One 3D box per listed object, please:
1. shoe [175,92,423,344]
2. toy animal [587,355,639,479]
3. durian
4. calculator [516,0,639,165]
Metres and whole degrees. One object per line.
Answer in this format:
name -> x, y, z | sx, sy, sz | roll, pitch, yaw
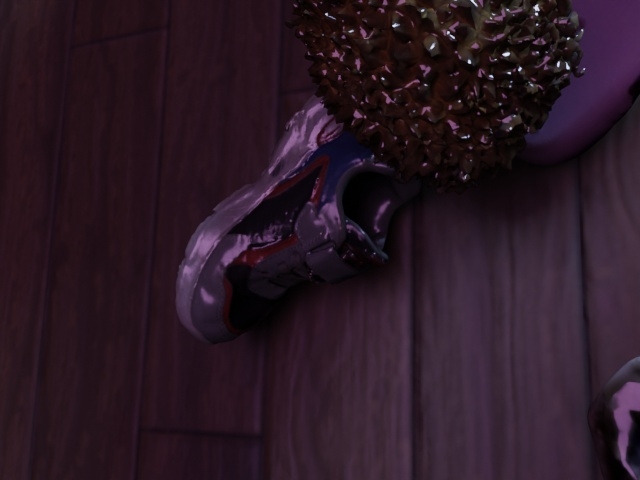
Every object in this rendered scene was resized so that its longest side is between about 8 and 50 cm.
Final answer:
shoe -> 0.000, 0.000, 0.535 | 0.125, 0.099, 0.227 | 38, 93, 30
toy animal -> 0.343, 0.114, 0.304 | 0.344, 0.194, 0.302 | -38, 60, 17
durian -> 0.054, -0.123, 0.439 | 0.196, 0.196, 0.167 | 29, 102, 27
calculator -> 0.176, -0.190, 0.484 | 0.194, 0.043, 0.294 | 52, 121, 31
